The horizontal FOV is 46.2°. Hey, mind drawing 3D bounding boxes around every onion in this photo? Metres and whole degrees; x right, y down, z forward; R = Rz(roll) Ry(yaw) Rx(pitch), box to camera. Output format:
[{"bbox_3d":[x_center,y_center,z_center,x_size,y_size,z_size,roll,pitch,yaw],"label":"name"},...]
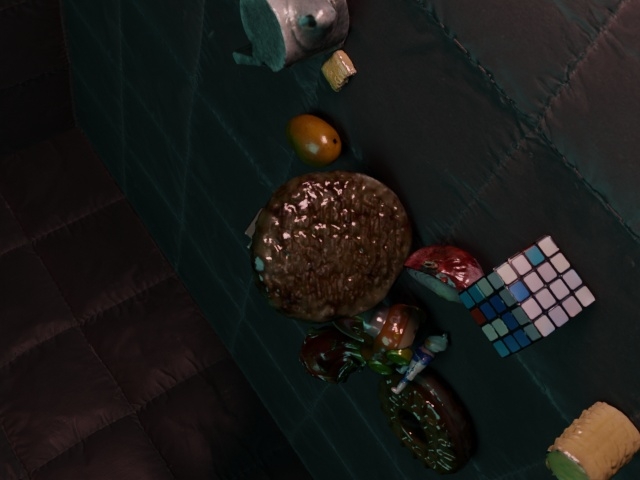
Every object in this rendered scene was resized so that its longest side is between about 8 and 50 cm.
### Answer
[{"bbox_3d":[0.274,0.058,1.630,0.205,0.098,0.151,26,164,41],"label":"onion"}]

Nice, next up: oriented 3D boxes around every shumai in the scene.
[{"bbox_3d":[0.000,0.000,1.826,0.395,0.395,0.348,67,169,-13],"label":"shumai"}]

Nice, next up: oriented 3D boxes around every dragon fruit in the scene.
[{"bbox_3d":[0.050,0.368,2.316,0.269,0.198,0.200,20,124,35],"label":"dragon fruit"}]

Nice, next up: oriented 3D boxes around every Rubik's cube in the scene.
[{"bbox_3d":[0.386,0.106,1.414,0.154,0.155,0.151,56,153,9],"label":"Rubik's cube"}]

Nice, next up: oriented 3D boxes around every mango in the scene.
[{"bbox_3d":[-0.028,-0.254,1.893,0.227,0.099,0.136,33,151,60],"label":"mango"}]

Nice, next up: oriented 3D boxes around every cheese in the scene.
[{"bbox_3d":[0.526,0.402,1.446,0.123,0.167,0.094,43,148,28],"label":"cheese"}]

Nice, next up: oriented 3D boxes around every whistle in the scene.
[{"bbox_3d":[-0.074,-0.459,1.674,0.188,0.168,0.405,59,160,6],"label":"whistle"}]

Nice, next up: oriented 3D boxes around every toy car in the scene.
[{"bbox_3d":[0.135,0.223,1.920,0.235,0.145,0.235,20,153,11],"label":"toy car"}]

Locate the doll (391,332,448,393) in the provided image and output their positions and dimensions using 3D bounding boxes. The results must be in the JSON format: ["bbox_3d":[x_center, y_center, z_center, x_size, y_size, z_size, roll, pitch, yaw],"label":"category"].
[{"bbox_3d":[0.258,0.296,1.921,0.057,0.114,0.227,37,127,-3],"label":"doll"}]

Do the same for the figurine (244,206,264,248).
[{"bbox_3d":[-0.121,0.048,2.328,0.308,0.143,0.308,54,173,9],"label":"figurine"}]

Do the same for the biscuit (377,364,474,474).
[{"bbox_3d":[0.286,0.492,2.072,0.332,0.103,0.332,44,150,34],"label":"biscuit"}]

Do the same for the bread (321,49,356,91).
[{"bbox_3d":[0.040,-0.385,1.692,0.070,0.035,0.083,57,149,6],"label":"bread"}]
